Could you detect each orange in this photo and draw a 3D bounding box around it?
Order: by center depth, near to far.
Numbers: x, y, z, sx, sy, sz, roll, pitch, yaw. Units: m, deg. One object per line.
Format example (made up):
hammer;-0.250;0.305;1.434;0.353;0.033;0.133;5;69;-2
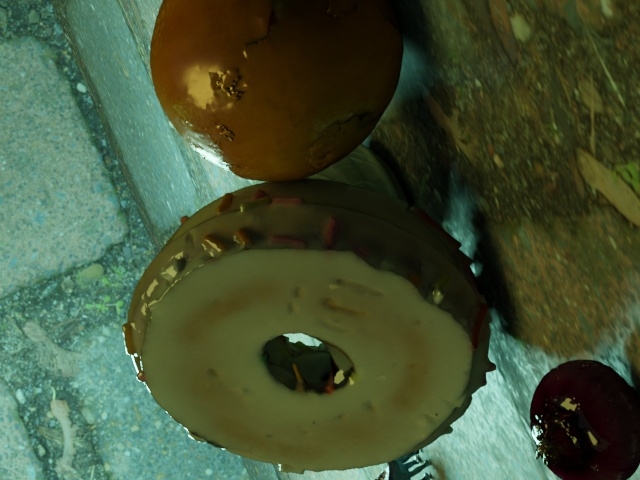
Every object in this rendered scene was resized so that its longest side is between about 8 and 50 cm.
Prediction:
orange;-0.042;-0.178;1.550;0.246;0.246;0.246;60;164;28

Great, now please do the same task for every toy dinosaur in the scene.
toy dinosaur;0.105;0.319;2.144;0.045;0.080;0.197;53;161;37

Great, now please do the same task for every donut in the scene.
donut;-0.009;0.084;1.662;0.142;0.382;0.382;-84;-12;-47

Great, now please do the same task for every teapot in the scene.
teapot;-0.004;-0.013;1.817;0.221;0.178;0.163;-149;39;-69

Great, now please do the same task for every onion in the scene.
onion;0.226;0.161;1.389;0.115;0.104;0.115;35;137;41
